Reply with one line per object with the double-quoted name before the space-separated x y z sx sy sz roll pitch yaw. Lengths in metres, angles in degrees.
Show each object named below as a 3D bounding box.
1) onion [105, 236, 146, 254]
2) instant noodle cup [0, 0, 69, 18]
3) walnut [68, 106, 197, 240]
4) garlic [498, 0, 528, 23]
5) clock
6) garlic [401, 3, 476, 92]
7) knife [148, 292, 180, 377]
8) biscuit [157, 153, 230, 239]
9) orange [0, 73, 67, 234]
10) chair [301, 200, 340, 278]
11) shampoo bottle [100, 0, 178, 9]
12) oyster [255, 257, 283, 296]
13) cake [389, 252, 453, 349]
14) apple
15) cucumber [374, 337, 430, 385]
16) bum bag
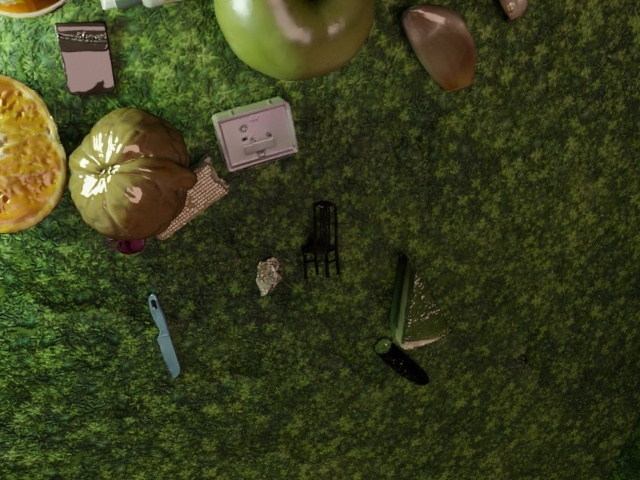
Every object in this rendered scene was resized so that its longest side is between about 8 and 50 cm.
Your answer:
"onion" -0.485 -0.019 1.503 0.115 0.104 0.115 10 120 18
"instant noodle cup" -0.574 -0.562 1.079 0.296 0.214 0.296 -5 105 -20
"walnut" -0.423 -0.146 1.356 0.285 0.285 0.296 6 92 -24
"garlic" 0.513 -0.634 1.588 0.113 0.074 0.094 -29 107 -54
"clock" -0.164 -0.271 1.511 0.192 0.071 0.147 -19 122 -11
"garlic" 0.321 -0.508 1.557 0.143 0.112 0.318 -26 133 20
"knife" -0.450 0.281 1.723 0.044 0.019 0.313 -12 121 -7
"biscuit" -0.350 -0.108 1.529 0.239 0.062 0.108 -37 123 -1
"orange" -0.680 -0.177 1.253 0.274 0.274 0.310 -33 80 -3
"chair" 0.000 0.000 1.727 0.084 0.101 0.213 1 79 -23
"shampoo bottle" -0.377 -0.537 1.284 0.192 0.074 0.074 -18 121 -12
"oyster" -0.151 0.104 1.734 0.098 0.037 0.100 -32 123 -4
"cake" 0.270 0.199 1.882 0.172 0.158 0.284 -33 122 -1
"apple" -0.065 -0.515 1.267 0.357 0.357 0.357 -9 119 -17
"cucumber" 0.289 0.432 2.062 0.072 0.072 0.300 -43 123 4
"bum bag" -0.519 -0.403 1.328 0.109 0.026 0.159 -10 120 -17
